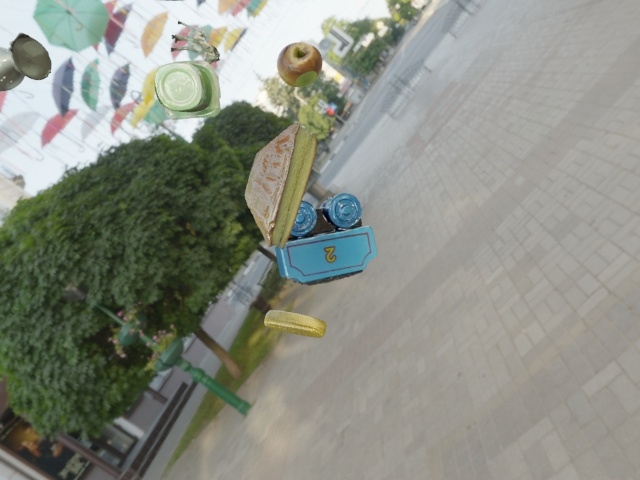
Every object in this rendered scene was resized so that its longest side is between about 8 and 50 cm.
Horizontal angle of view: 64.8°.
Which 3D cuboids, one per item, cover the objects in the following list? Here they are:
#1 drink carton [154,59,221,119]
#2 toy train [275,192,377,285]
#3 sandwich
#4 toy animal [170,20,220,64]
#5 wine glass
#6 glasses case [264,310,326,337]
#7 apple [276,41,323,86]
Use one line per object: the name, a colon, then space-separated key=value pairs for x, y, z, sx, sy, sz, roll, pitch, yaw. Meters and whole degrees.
drink carton: x=-0.328 y=-0.371 z=1.223 sx=0.142 sy=0.146 sz=0.144 roll=-93 pitch=-2 yaw=-78
toy train: x=0.000 y=0.000 z=1.542 sx=0.300 sy=0.264 sz=0.188 roll=-11 pitch=0 yaw=-12
sandwich: x=-0.084 y=-0.115 z=1.046 sx=0.094 sy=0.096 sz=0.257 roll=10 pitch=-81 yaw=-53
toy animal: x=-0.444 y=-0.713 z=1.819 sx=0.216 sy=0.176 sz=0.073 roll=-97 pitch=18 yaw=-44
wine glass: x=-0.726 y=-0.393 z=1.148 sx=0.222 sy=0.103 sz=0.103 roll=-5 pitch=33 yaw=26
glasses case: x=-0.094 y=0.313 z=1.894 sx=0.079 sy=0.234 sz=0.064 roll=-72 pitch=-8 yaw=-57
apple: x=-0.080 y=-0.643 z=1.851 sx=0.163 sy=0.146 sz=0.147 roll=-23 pitch=-17 yaw=-11
